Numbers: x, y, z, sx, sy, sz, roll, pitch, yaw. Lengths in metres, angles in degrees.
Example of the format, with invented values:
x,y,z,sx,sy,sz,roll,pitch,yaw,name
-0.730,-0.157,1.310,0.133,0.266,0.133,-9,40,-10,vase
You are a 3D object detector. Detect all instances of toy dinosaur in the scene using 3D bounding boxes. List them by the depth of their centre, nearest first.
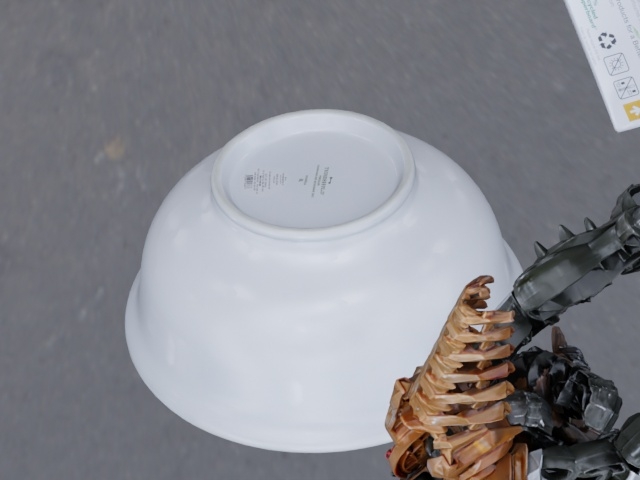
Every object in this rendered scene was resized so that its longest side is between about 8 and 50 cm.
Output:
x,y,z,sx,sy,sz,roll,pitch,yaw,name
0.110,0.091,0.905,0.218,0.322,0.164,-32,86,0,toy dinosaur

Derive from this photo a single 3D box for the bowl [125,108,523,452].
x,y,z,sx,sy,sz,roll,pitch,yaw,name
0.000,0.000,1.353,0.298,0.298,0.134,-8,129,-3,bowl

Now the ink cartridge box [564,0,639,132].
x,y,z,sx,sy,sz,roll,pitch,yaw,name
0.230,-0.181,1.070,0.208,0.045,0.206,-15,111,27,ink cartridge box
